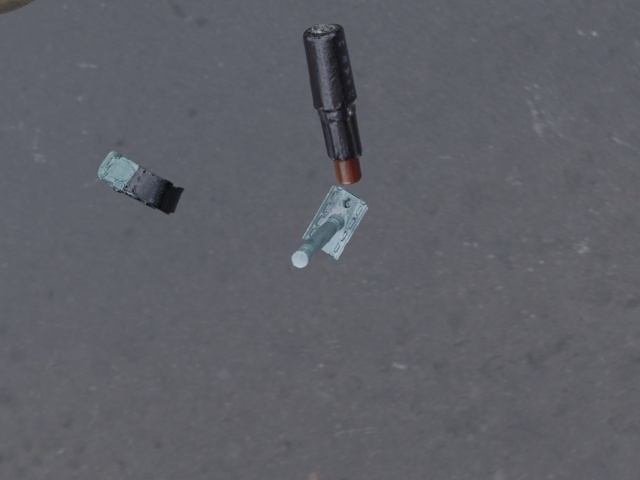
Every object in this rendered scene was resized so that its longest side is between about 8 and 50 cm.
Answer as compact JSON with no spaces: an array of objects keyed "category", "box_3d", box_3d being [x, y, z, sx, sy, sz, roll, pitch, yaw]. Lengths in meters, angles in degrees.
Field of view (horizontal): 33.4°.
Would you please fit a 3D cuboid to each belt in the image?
[{"category":"belt","box_3d":[-0.290,-0.090,1.719,0.140,0.105,0.058,30,88,-7]}]

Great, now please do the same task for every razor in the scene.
[{"category":"razor","box_3d":[0.000,0.000,1.584,0.068,0.232,0.106,31,111,4]}]

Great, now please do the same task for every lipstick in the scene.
[{"category":"lipstick","box_3d":[0.028,-0.238,1.899,0.081,0.081,0.300,5,123,26]}]

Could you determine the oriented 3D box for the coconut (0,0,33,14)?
[{"category":"coconut","box_3d":[-0.258,-0.256,0.769,0.224,0.224,0.224,-1,87,26]}]
